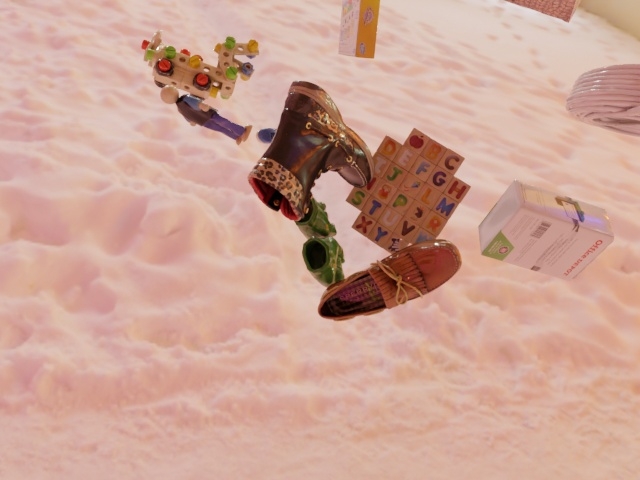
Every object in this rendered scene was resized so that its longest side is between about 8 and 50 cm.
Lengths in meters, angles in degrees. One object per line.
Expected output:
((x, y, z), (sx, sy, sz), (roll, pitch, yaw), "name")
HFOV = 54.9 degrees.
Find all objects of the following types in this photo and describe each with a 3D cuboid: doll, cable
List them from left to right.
((-0.238, -0.255, 1.252), (0.189, 0.046, 0.129), (26, -15, -24), "doll")
((0.565, -0.238, 1.078), (0.257, 0.089, 0.257), (7, 9, -35), "cable")

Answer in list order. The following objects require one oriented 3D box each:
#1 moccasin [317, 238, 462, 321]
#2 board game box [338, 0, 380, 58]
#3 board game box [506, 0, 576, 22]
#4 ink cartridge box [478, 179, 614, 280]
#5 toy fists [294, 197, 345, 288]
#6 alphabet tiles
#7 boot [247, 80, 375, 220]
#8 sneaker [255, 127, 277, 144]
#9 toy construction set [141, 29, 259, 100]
((0.162, 0.103, 1.506), (0.380, 0.139, 0.147), (-18, 6, 22), "moccasin")
((0.128, -0.763, 2.007), (0.064, 0.316, 0.242), (0, 19, -13), "board game box")
((0.682, -0.821, 1.781), (0.232, 0.290, 0.141), (26, -11, 17), "board game box")
((0.474, -0.017, 1.306), (0.220, 0.160, 0.092), (16, 46, -11), "ink cartridge box")
((0.000, 0.000, 1.699), (0.096, 0.142, 0.279), (-21, 61, 8), "toy fists")
((0.247, -0.134, 1.768), (0.285, 0.342, 0.011), (35, 12, 13), "alphabet tiles")
((-0.016, -0.176, 1.545), (0.138, 0.377, 0.284), (14, 67, 35), "boot")
((-0.126, -0.339, 1.978), (0.152, 0.058, 0.085), (1, -4, -37), "sneaker")
((-0.347, -0.492, 1.691), (0.328, 0.151, 0.214), (12, 65, 2), "toy construction set")
